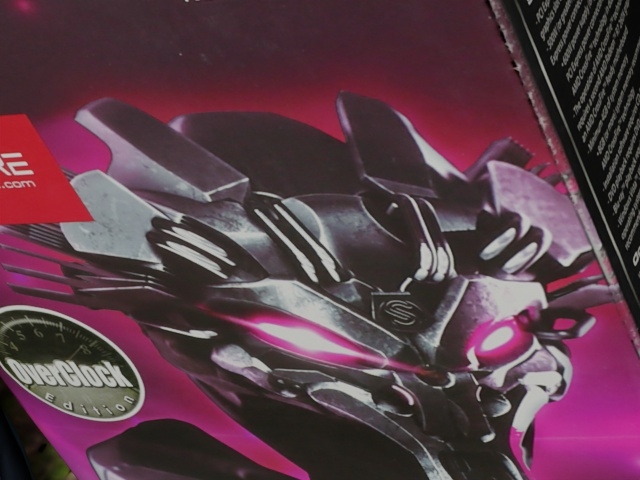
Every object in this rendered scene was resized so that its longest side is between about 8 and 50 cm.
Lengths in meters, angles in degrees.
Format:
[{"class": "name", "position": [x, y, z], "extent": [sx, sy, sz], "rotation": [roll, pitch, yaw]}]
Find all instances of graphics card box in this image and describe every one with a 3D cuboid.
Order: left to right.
[{"class": "graphics card box", "position": [0.000, 0.000, 0.576], "extent": [0.233, 0.094, 0.371], "rotation": [-2, 137, 29]}]

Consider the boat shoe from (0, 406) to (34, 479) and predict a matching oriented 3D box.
[{"class": "boat shoe", "position": [-0.161, 0.064, 0.635], "extent": [0.109, 0.089, 0.258], "rotation": [-19, 117, 2]}]
